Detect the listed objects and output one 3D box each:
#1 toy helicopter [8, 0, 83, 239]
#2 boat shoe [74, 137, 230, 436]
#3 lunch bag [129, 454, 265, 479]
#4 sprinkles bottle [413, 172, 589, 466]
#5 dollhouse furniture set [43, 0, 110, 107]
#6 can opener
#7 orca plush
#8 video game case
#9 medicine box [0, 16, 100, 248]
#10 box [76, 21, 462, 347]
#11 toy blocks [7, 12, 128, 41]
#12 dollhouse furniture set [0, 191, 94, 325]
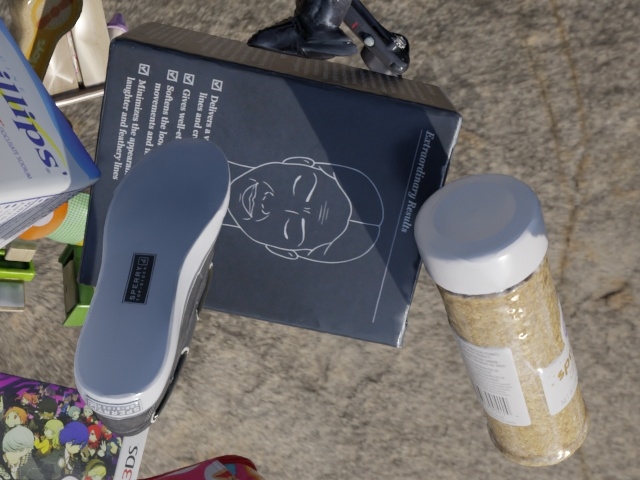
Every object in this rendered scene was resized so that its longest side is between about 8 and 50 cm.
[{"bbox_3d":[-0.394,-0.167,1.099,0.235,0.140,0.355,0,126,-51],"label":"toy helicopter"},{"bbox_3d":[-0.111,0.030,0.634,0.080,0.076,0.228,5,52,0],"label":"boat shoe"},{"bbox_3d":[-0.156,0.344,0.811,0.293,0.120,0.258,-7,116,-42],"label":"lunch bag"},{"bbox_3d":[0.199,0.095,0.958,0.121,0.121,0.355,-41,133,-18],"label":"sprinkles bottle"},{"bbox_3d":[-0.465,-0.388,1.482,0.355,0.174,0.303,-19,127,-22],"label":"dollhouse furniture set"},{"bbox_3d":[0.058,-0.303,1.287,0.073,0.059,0.186,-39,93,26],"label":"can opener"},{"bbox_3d":[-0.020,-0.291,0.703,0.102,0.151,0.287,16,88,-64],"label":"orca plush"},{"bbox_3d":[-0.351,0.293,1.177,0.232,0.042,0.210,19,74,-25],"label":"video game case"},{"bbox_3d":[-0.329,-0.018,0.556,0.263,0.289,0.149,-32,91,15],"label":"medicine box"},{"bbox_3d":[-0.063,-0.075,1.117,0.395,0.212,0.293,12,108,-3],"label":"box"},{"bbox_3d":[-0.555,-0.523,1.928,0.309,0.288,0.260,27,59,-43],"label":"toy blocks"},{"bbox_3d":[-0.513,0.033,1.748,0.197,0.301,0.151,6,58,-31],"label":"dollhouse furniture set"}]
